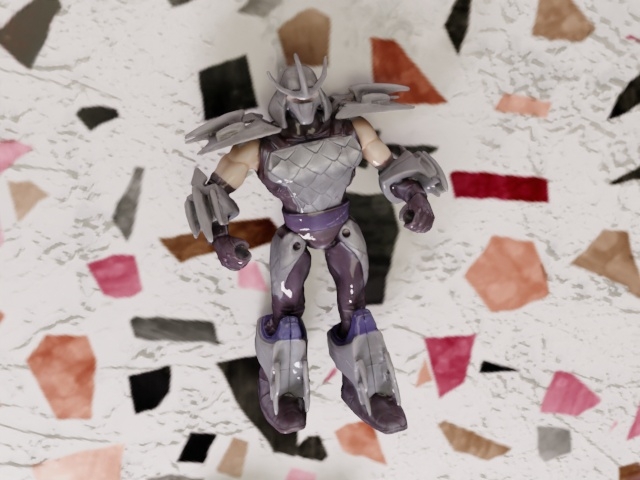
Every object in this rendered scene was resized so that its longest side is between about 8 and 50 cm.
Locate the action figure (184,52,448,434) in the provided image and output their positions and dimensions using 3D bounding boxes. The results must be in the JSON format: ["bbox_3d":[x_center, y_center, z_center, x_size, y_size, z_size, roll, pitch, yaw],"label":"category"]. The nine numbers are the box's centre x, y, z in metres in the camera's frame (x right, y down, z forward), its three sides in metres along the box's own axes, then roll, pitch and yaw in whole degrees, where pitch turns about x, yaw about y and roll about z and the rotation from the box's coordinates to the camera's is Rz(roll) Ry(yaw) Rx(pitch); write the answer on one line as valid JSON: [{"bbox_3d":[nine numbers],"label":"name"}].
[{"bbox_3d":[0.000,0.000,1.129,0.185,0.099,0.285,-8,117,-5],"label":"action figure"}]
